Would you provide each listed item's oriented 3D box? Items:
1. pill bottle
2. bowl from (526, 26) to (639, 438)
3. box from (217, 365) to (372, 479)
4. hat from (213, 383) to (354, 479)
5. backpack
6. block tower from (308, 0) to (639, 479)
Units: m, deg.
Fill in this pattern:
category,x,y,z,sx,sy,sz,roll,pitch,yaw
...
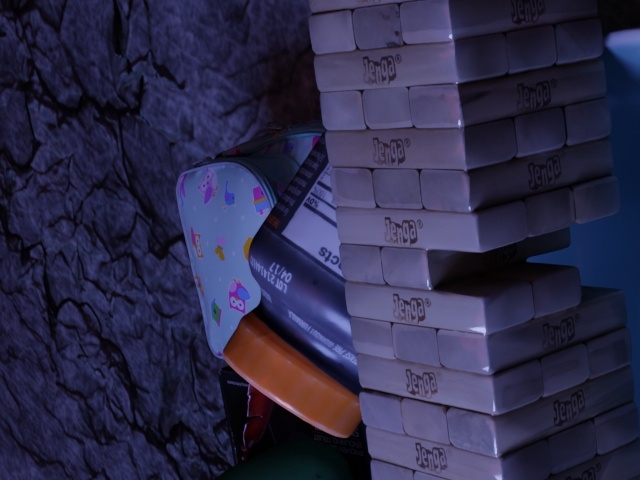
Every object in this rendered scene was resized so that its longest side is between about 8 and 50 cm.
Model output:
category,x,y,z,sx,sy,sz,roll,pitch,yaw
pill bottle,0.047,-0.013,0.774,0.130,0.130,0.245,36,93,40
bowl,0.214,0.047,0.645,0.311,0.163,0.311,22,118,48
box,0.016,0.160,1.011,0.180,0.078,0.147,2,105,52
hat,-0.003,0.138,0.916,0.208,0.173,0.183,124,171,-83
backpack,0.000,0.000,0.926,0.188,0.144,0.165,-14,86,47
block tower,0.070,0.012,0.606,0.091,0.097,0.335,5,105,51
